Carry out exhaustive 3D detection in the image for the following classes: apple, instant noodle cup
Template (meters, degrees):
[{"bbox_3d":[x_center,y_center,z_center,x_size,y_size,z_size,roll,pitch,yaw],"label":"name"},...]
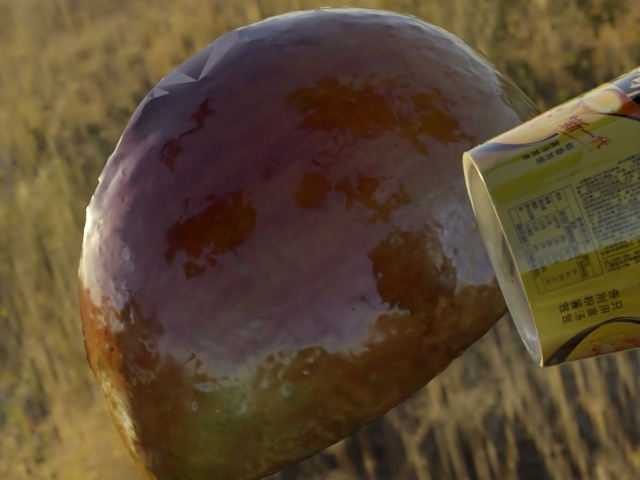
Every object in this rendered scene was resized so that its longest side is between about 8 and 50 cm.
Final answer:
[{"bbox_3d":[0.000,0.000,1.199,0.346,0.179,0.254,-41,61,-18],"label":"apple"},{"bbox_3d":[0.144,-0.008,0.955,0.122,0.151,0.151,-22,21,0],"label":"instant noodle cup"}]
